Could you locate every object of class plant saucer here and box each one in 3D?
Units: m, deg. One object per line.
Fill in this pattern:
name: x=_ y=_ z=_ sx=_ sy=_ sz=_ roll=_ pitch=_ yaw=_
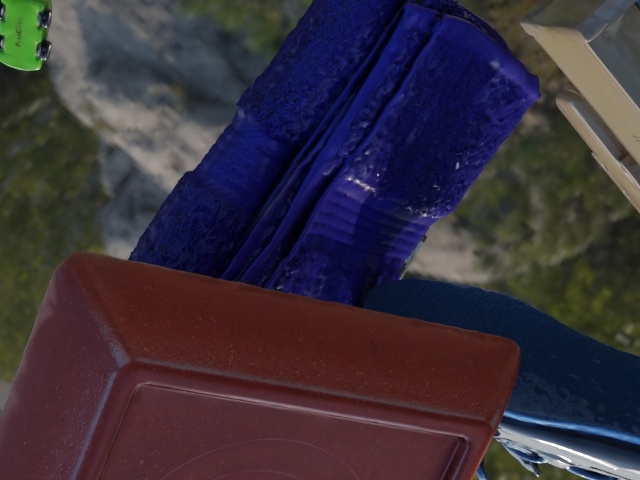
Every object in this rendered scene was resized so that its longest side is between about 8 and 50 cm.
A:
plant saucer: x=-0.044 y=0.149 z=0.811 sx=0.258 sy=0.259 sz=0.048 roll=13 pitch=-160 yaw=-28

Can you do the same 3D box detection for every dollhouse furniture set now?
dollhouse furniture set: x=0.304 y=-0.160 z=1.026 sx=0.198 sy=0.303 sz=0.286 roll=49 pitch=-179 yaw=-11

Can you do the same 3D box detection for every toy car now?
toy car: x=-0.311 y=-0.282 z=1.729 sx=0.239 sy=0.053 sz=0.225 roll=13 pitch=133 yaw=-1

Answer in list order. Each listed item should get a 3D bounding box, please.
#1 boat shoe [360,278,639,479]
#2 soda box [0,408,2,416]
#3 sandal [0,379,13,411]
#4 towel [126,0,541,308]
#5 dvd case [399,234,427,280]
boat shoe: x=0.134 y=0.108 z=0.973 sx=0.258 sy=0.109 sz=0.089 roll=24 pitch=136 yaw=0
soda box: x=-0.259 y=0.141 z=0.823 sx=0.074 sy=0.216 sz=0.069 roll=57 pitch=171 yaw=-18
sandal: x=-0.111 y=0.245 z=1.208 sx=0.416 sy=0.102 sz=0.169 roll=45 pitch=144 yaw=14
towel: x=0.000 y=0.000 z=0.930 sx=0.076 sy=0.308 sz=0.228 roll=41 pitch=-170 yaw=29
dvd case: x=0.056 y=0.028 z=1.603 sx=0.013 sy=0.119 sz=0.087 roll=27 pitch=170 yaw=30
